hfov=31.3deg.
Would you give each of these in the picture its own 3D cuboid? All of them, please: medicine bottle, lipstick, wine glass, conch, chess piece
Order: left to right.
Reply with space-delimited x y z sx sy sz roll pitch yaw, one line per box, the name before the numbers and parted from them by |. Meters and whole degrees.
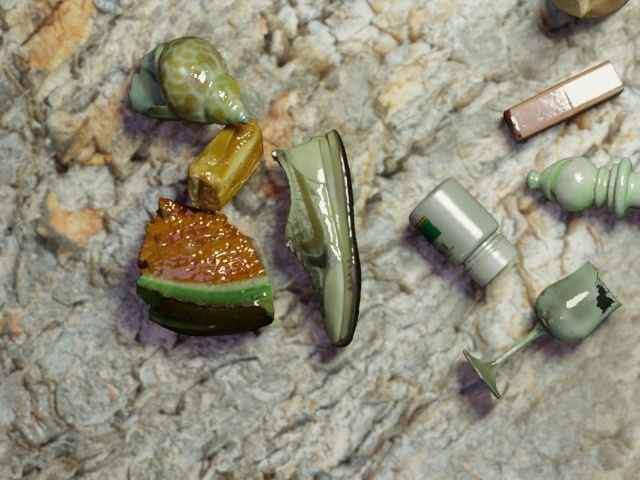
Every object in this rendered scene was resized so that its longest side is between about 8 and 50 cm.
conch | -0.172 -0.204 1.468 0.173 0.106 0.116 -10 53 41
medicine bottle | 0.180 -0.009 1.431 0.080 0.080 0.130 -43 83 4
wine glass | 0.276 0.110 1.416 0.195 0.079 0.079 -38 84 6
lipstick | 0.305 -0.174 1.437 0.145 0.045 0.045 -26 83 7
chess piece | 0.386 -0.059 1.395 0.272 0.139 0.139 6 89 19

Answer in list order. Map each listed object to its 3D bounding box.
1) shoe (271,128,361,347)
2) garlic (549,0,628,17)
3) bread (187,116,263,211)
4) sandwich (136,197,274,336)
shoe | 0.000 0.000 1.449 0.098 0.103 0.274 -8 81 9
garlic | 0.368 -0.383 1.385 0.128 0.148 0.266 24 92 -23
bread | -0.120 -0.098 1.454 0.053 0.074 0.132 22 55 18
sandwich | -0.139 0.038 1.469 0.185 0.109 0.160 4 69 10
